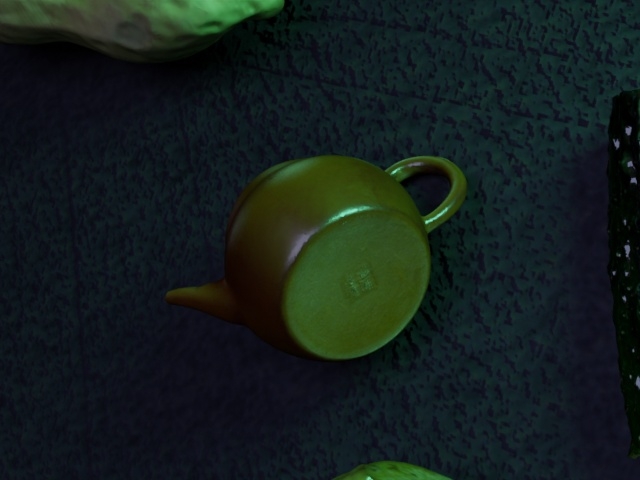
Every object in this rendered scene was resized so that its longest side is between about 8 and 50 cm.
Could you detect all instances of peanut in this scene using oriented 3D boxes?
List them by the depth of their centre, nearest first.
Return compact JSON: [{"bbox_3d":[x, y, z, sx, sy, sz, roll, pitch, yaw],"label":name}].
[{"bbox_3d":[-0.139,-0.165,0.851,0.263,0.117,0.101,14,77,27],"label":"peanut"}]

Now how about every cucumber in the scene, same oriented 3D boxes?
[{"bbox_3d":[0.168,0.015,0.670,0.058,0.058,0.187,-10,71,25],"label":"cucumber"}]

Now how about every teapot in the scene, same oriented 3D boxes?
[{"bbox_3d":[0.000,0.000,0.742,0.173,0.116,0.116,-30,61,-12],"label":"teapot"}]

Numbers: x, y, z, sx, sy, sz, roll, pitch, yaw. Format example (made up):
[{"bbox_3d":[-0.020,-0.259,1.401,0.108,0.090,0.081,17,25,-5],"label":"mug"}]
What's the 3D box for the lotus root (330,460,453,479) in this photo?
[{"bbox_3d":[-0.006,0.236,0.632,0.193,0.193,0.291,35,97,31],"label":"lotus root"}]
